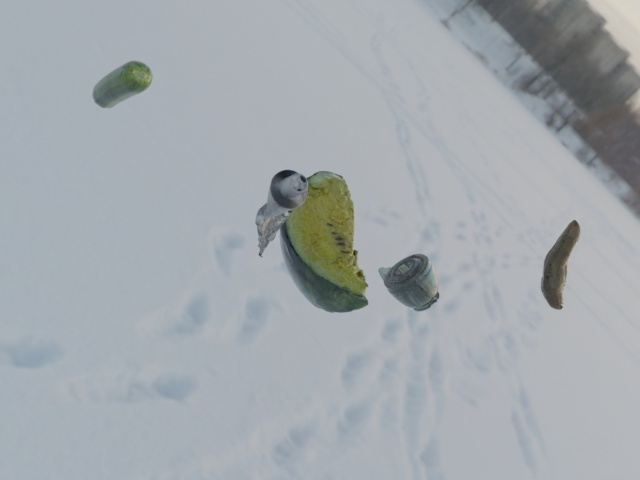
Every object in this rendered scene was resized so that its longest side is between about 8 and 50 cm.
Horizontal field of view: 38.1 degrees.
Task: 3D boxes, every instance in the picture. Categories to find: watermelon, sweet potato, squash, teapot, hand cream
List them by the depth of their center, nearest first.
[{"bbox_3d":[-0.056,-0.042,1.260,0.050,0.084,0.257,30,-16,-2],"label":"hand cream"},{"bbox_3d":[0.000,0.000,1.471,0.301,0.129,0.123,-96,178,-46],"label":"watermelon"},{"bbox_3d":[0.466,0.043,1.816,0.053,0.182,0.054,12,15,3],"label":"sweet potato"},{"bbox_3d":[-0.399,-0.310,1.852,0.066,0.066,0.229,39,-24,-24],"label":"squash"},{"bbox_3d":[0.192,0.103,2.003,0.108,0.149,0.111,55,38,-22],"label":"teapot"}]
